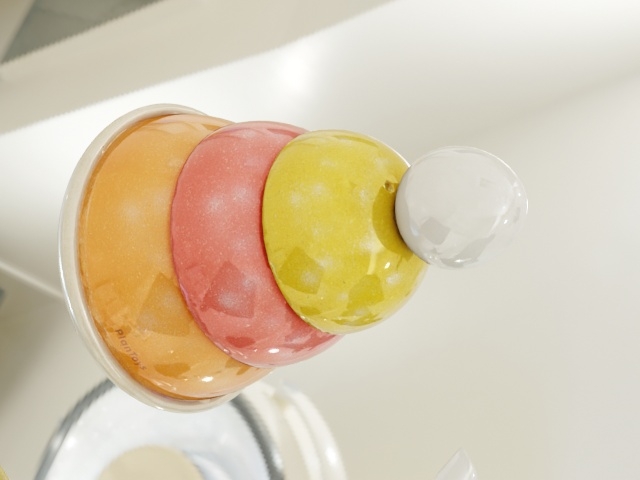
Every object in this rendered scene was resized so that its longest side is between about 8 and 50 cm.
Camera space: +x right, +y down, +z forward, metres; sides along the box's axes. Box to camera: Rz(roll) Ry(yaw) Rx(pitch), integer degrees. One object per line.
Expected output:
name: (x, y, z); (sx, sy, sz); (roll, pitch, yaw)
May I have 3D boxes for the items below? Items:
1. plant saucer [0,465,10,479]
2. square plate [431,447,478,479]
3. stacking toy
plant saucer: (-0.214, 0.309, 0.905); (0.081, 0.333, 0.333); (-30, 160, -21)
square plate: (0.141, 0.490, 1.466); (0.049, 0.344, 0.347); (4, -152, 34)
stacking toy: (0.000, 0.000, 1.232); (0.480, 0.350, 0.350); (-7, -130, 37)
